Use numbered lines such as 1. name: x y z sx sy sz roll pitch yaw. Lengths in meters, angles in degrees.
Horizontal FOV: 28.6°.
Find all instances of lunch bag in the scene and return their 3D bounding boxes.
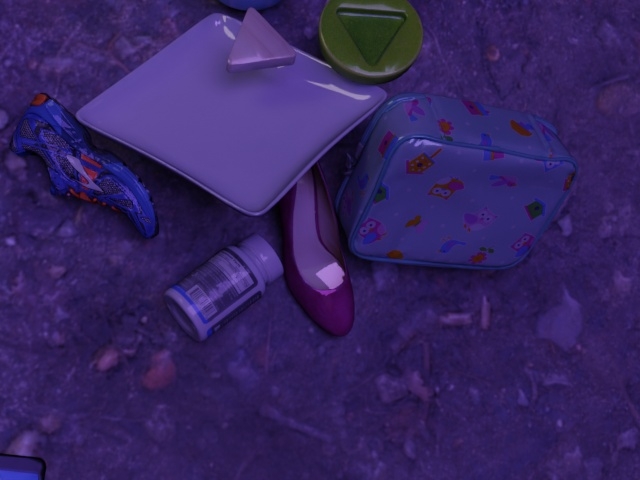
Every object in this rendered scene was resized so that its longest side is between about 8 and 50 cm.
1. lunch bag: 0.160 -0.064 1.581 0.279 0.224 0.108 7 42 -23

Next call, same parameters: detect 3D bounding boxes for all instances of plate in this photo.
1. plate: -0.104 -0.151 1.524 0.277 0.045 0.278 28 51 22

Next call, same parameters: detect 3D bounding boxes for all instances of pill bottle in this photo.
1. pill bottle: -0.117 0.055 1.546 0.137 0.078 0.078 -37 93 -21

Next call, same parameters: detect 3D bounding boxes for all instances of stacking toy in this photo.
1. stacking toy: -0.008 -0.306 1.618 0.309 0.130 0.279 0 69 -7

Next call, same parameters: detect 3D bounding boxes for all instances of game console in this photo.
1. game console: -0.371 0.302 1.425 0.071 0.107 0.122 3 77 11

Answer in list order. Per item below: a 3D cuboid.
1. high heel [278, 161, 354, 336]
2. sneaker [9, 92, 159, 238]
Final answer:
1. high heel: 0.000 0.000 1.573 0.082 0.117 0.244 -13 84 -20
2. sneaker: -0.284 -0.076 1.525 0.221 0.083 0.087 42 82 0
